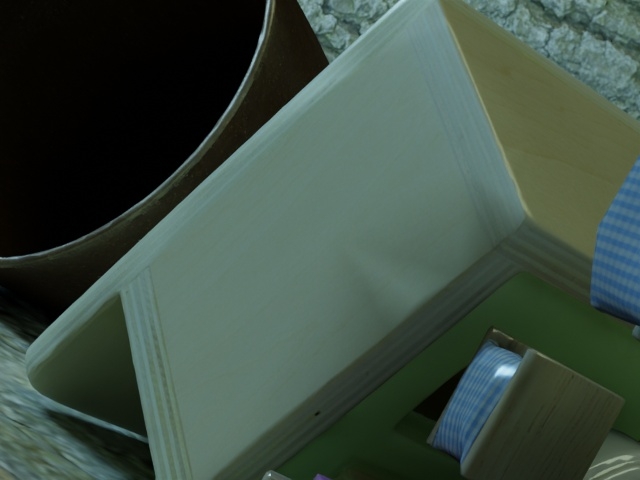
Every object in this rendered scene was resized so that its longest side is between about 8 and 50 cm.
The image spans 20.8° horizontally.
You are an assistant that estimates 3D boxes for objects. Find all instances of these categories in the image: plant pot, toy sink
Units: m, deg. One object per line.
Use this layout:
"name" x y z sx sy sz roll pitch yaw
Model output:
"plant pot" -0.059 -0.020 0.914 0.215 0.215 0.230 32 -11 45
"toy sink" 0.023 0.050 0.640 0.153 0.234 0.131 28 33 -39

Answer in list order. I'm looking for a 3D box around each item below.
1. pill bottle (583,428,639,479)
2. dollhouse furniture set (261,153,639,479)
"pill bottle" 0.137 0.142 0.506 0.124 0.124 0.221 27 3 -40
"dollhouse furniture set" 0.034 -0.011 0.385 0.198 0.303 0.286 29 3 -14
